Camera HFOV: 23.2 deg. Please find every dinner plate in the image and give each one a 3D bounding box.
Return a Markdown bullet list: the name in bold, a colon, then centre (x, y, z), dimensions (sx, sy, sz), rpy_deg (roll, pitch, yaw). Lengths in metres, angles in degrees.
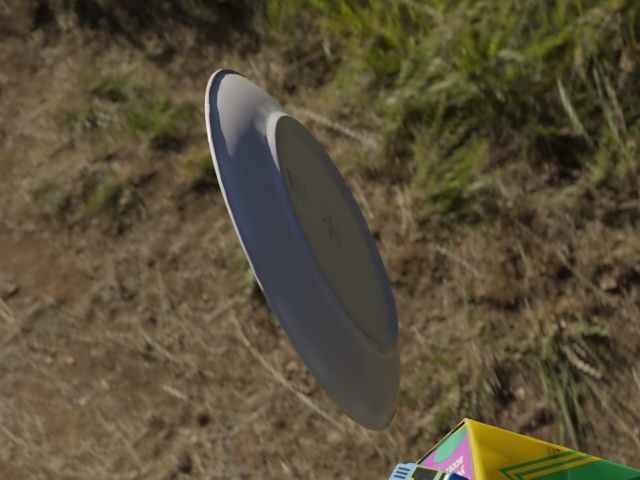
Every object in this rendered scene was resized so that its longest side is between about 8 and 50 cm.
- **dinner plate**: centre (0.000, 0.000, 0.559), dimensions (0.017, 0.141, 0.141), rpy_deg (-26, 53, 15)

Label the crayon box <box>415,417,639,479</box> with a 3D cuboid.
- **crayon box**: centre (0.170, 0.329, 1.432), dimensions (0.363, 0.313, 0.106), rpy_deg (-50, 30, 40)

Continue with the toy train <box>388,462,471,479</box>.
- **toy train**: centre (0.095, 0.208, 1.015), dimensions (0.184, 0.080, 0.105), rpy_deg (1, 57, 59)
